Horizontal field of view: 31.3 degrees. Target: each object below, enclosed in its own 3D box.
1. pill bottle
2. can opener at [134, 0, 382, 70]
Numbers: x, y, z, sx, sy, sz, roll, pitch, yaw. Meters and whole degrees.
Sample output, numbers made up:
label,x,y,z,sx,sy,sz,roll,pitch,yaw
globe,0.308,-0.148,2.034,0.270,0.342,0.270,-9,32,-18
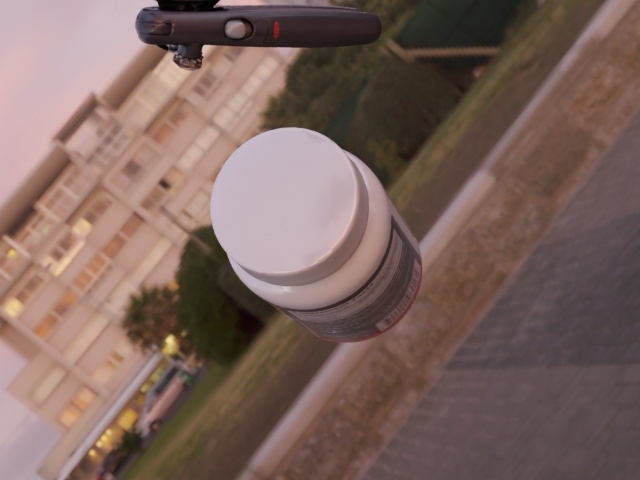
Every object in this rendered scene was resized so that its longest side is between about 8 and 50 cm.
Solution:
label,x,y,z,sx,sy,sz,roll,pitch,yaw
pill bottle,0.000,0.000,1.119,0.161,0.161,0.283,-51,-21,-3
can opener,-0.042,-0.154,0.803,0.059,0.186,0.073,-125,42,-56
